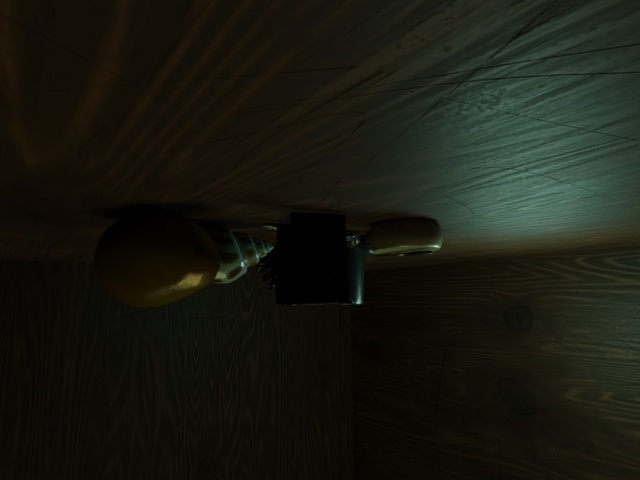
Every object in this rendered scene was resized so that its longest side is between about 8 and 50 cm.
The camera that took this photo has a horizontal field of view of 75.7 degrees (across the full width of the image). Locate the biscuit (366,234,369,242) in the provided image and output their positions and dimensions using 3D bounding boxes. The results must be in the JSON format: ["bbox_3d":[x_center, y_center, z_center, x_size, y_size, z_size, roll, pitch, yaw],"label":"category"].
[{"bbox_3d":[0.272,-0.009,1.736,0.170,0.050,0.170,3,179,0],"label":"biscuit"}]

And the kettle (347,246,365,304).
[{"bbox_3d":[0.111,0.171,2.072,0.203,0.309,0.262,4,171,-24],"label":"kettle"}]

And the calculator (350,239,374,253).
[{"bbox_3d":[0.210,0.026,1.852,0.120,0.039,0.210,5,-173,-35],"label":"calculator"}]

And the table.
[{"bbox_3d":[-0.032,0.070,1.361,0.196,0.283,0.250,1,171,-16],"label":"table"}]

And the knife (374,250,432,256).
[{"bbox_3d":[0.302,0.053,1.539,0.247,0.018,0.035,-7,172,41],"label":"knife"}]

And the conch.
[{"bbox_3d":[-0.370,0.042,1.493,0.367,0.197,0.249,17,-168,-26],"label":"conch"}]

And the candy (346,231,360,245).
[{"bbox_3d":[0.130,-0.001,1.773,0.046,0.053,0.182,-5,177,-26],"label":"candy"}]

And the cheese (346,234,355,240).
[{"bbox_3d":[0.000,0.000,1.681,0.285,0.074,0.189,-5,172,7],"label":"cheese"}]

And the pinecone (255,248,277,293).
[{"bbox_3d":[-0.213,0.165,2.231,0.243,0.309,0.244,-25,154,-13],"label":"pinecone"}]

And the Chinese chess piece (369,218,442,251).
[{"bbox_3d":[0.312,-0.010,1.522,0.272,0.102,0.273,-1,171,0],"label":"Chinese chess piece"}]

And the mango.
[{"bbox_3d":[-0.502,0.058,1.267,0.444,0.301,0.232,-5,-168,29],"label":"mango"}]

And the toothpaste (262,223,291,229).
[{"bbox_3d":[-0.110,-0.042,1.517,0.204,0.036,0.056,5,170,-12],"label":"toothpaste"}]
